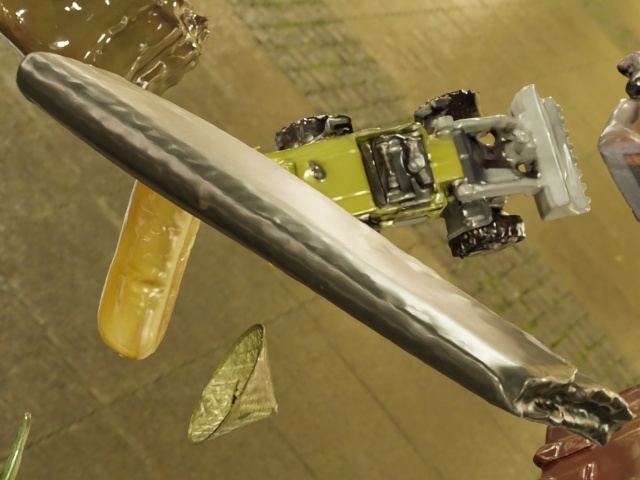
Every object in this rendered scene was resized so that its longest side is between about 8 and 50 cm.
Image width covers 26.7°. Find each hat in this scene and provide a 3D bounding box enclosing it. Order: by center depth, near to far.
[{"bbox_3d":[-0.072,0.165,1.403,0.067,0.146,0.146,33,29,-14],"label":"hat"}]

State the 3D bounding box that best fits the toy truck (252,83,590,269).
[{"bbox_3d":[0.083,-0.051,1.056,0.286,0.111,0.136,-13,78,-13],"label":"toy truck"}]

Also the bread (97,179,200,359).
[{"bbox_3d":[-0.207,0.003,1.685,0.091,0.305,0.142,23,21,7],"label":"bread"}]

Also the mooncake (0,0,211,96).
[{"bbox_3d":[-0.273,-0.273,1.461,0.324,0.187,0.324,46,-3,3],"label":"mooncake"}]

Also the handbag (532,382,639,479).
[{"bbox_3d":[0.323,0.215,1.270,0.084,0.275,0.260,54,26,-15],"label":"handbag"}]

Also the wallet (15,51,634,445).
[{"bbox_3d":[0.000,0.000,0.666,0.321,0.044,0.170,31,0,30],"label":"wallet"}]

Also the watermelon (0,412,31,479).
[{"bbox_3d":[-0.308,0.152,0.857,0.215,0.188,0.188,16,37,-21],"label":"watermelon"}]

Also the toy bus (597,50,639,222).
[{"bbox_3d":[0.343,-0.159,1.103,0.112,0.138,0.317,50,58,-36],"label":"toy bus"}]
